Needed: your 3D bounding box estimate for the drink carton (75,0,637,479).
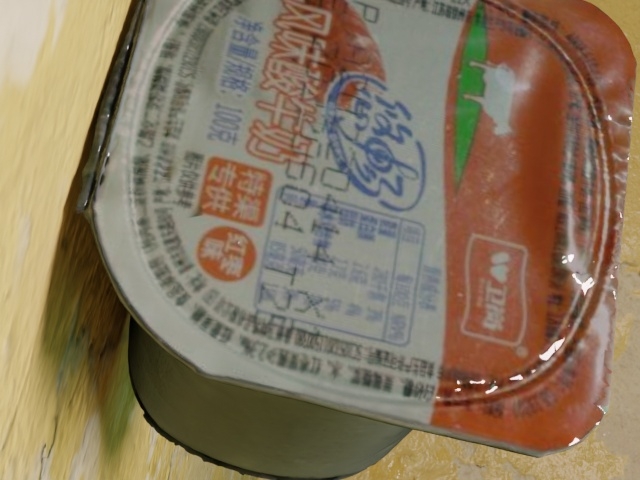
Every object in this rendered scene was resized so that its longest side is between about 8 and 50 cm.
[{"bbox_3d":[0.000,0.000,0.549,0.189,0.191,0.185,123,-22,-67],"label":"drink carton"}]
